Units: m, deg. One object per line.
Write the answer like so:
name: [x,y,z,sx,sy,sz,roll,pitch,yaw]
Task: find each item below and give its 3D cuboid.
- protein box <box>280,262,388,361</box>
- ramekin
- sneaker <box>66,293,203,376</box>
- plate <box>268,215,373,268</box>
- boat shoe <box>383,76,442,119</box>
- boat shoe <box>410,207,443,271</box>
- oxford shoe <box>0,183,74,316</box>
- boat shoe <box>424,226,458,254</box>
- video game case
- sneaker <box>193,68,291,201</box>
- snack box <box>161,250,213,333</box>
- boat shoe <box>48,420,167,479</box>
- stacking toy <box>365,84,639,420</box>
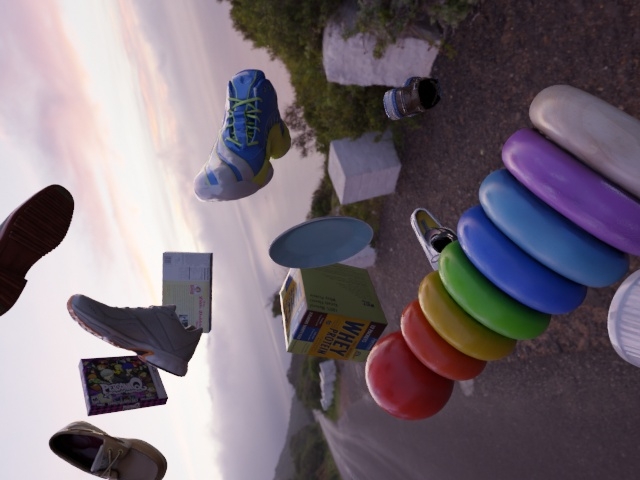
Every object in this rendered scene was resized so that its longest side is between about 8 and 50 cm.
protein box: [0.022,0.162,0.996,0.201,0.200,0.135,-106,34,-55]
ramekin: [0.662,0.153,0.759,0.109,0.207,0.207,-153,48,-77]
sneaker: [-0.352,0.160,0.807,0.262,0.121,0.099,41,150,-28]
plate: [0.000,0.000,0.729,0.188,0.188,0.024,95,163,-63]
boat shoe: [0.178,-0.253,0.728,0.066,0.183,0.066,-3,117,35]
boat shoe: [0.473,0.024,1.604,0.367,0.136,0.156,63,-170,12]
oxford shoe: [-0.796,0.010,1.062,0.140,0.147,0.396,62,-145,-44]
boat shoe: [0.391,0.003,1.324,0.233,0.079,0.083,-127,51,-68]
video game case: [-0.634,0.455,1.326,0.210,0.232,0.041,43,115,44]
sneaker: [-0.104,-0.139,0.516,0.240,0.091,0.126,-75,-23,-60]
snack box: [-0.527,0.206,1.635,0.060,0.187,0.321,-126,38,-84]
boat shoe: [-0.243,0.247,0.468,0.045,0.136,0.050,79,-154,-77]
stacking toy: [0.144,0.043,0.366,0.330,0.141,0.141,-56,38,29]
